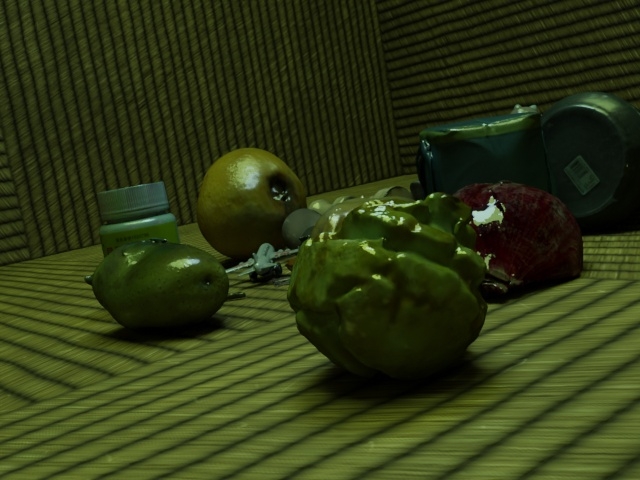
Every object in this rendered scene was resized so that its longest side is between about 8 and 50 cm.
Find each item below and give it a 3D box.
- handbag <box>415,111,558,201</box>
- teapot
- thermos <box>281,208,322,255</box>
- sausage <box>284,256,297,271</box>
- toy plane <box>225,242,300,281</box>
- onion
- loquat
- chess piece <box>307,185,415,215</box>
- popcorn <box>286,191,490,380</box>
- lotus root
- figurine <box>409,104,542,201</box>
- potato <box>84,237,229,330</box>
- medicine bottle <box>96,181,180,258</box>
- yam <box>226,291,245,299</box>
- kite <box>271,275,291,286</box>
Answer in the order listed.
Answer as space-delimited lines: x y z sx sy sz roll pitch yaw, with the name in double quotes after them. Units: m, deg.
0.294 -0.097 1.365 0.222 0.241 0.263 -10 9 -4 "handbag"
0.592 -0.147 1.465 0.344 0.253 0.300 -10 39 -41 "teapot"
0.000 0.000 1.616 0.137 0.105 0.193 20 4 -15 "thermos"
0.026 0.040 1.394 0.183 0.054 0.062 -11 -14 2 "sausage"
-0.110 0.041 1.507 0.162 0.065 0.171 -16 2 8 "toy plane"
0.271 -0.012 1.100 0.227 0.120 0.283 9 23 12 "onion"
-0.172 -0.085 1.817 0.275 0.275 0.275 -10 7 1 "loquat"
0.064 -0.063 1.914 0.117 0.117 0.397 -15 8 -37 "chess piece"
0.068 0.050 0.783 0.204 0.183 0.221 1 -9 -15 "popcorn"
0.096 0.003 1.223 0.169 0.151 0.343 0 6 22 "lotus root"
0.398 -0.159 1.811 0.380 0.248 0.203 -25 -5 -6 "figurine"
-0.246 0.067 1.193 0.248 0.143 0.169 -2 21 43 "potato"
-0.325 0.014 1.394 0.139 0.225 0.139 -10 6 1 "medicine bottle"
-0.183 0.102 1.350 0.107 0.014 0.014 -9 7 13 "yam"
-0.040 0.068 1.461 0.137 0.005 0.152 -4 8 36 "kite"
